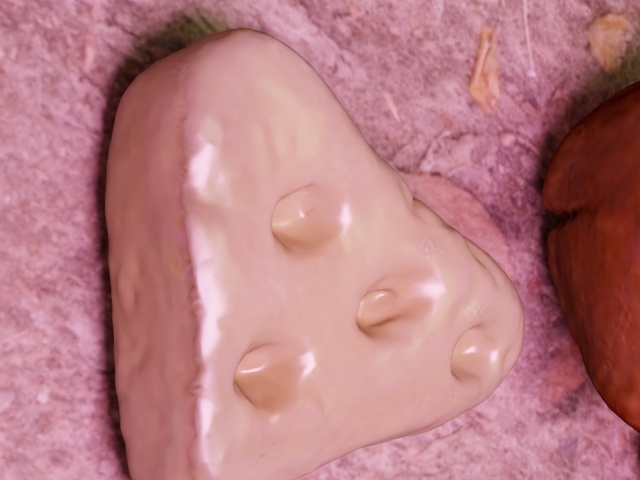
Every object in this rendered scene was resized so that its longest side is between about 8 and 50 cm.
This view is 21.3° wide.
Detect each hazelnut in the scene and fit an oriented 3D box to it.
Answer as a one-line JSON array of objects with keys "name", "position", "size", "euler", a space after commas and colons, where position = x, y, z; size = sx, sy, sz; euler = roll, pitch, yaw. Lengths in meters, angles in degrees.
[{"name": "hazelnut", "position": [0.356, 0.015, 1.384], "size": [0.372, 0.315, 0.372], "euler": [21, 55, -34]}]

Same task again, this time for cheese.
[{"name": "cheese", "position": [0.000, 0.000, 1.239], "size": [0.351, 0.129, 0.328], "euler": [-17, 105, -36]}]
